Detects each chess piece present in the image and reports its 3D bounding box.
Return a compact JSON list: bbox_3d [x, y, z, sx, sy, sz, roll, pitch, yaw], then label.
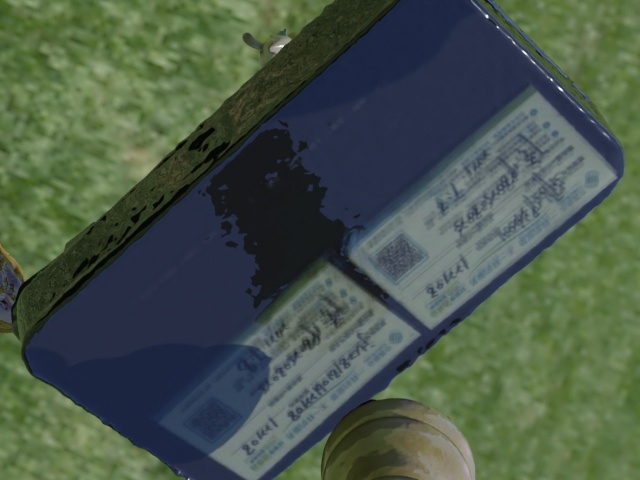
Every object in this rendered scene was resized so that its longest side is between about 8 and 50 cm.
[{"bbox_3d":[0.039,0.160,1.023,0.170,0.094,0.094,-73,178,-73],"label":"chess piece"}]

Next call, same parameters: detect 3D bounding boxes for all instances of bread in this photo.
[{"bbox_3d":[-0.262,0.029,1.429,0.110,0.044,0.083,40,30,-68],"label":"bread"}]

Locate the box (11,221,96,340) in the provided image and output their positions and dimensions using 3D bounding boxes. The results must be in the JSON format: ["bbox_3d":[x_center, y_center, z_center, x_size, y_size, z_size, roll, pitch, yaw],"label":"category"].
[{"bbox_3d":[-0.103,0.039,1.296,0.230,0.160,0.050,-32,-137,51],"label":"box"}]

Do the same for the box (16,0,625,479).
[{"bbox_3d":[0.000,0.000,1.124,0.350,0.058,0.211,-41,125,13],"label":"box"}]

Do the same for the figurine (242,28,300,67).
[{"bbox_3d":[-0.031,-0.188,1.813,0.083,0.050,0.047,2,131,-37],"label":"figurine"}]
